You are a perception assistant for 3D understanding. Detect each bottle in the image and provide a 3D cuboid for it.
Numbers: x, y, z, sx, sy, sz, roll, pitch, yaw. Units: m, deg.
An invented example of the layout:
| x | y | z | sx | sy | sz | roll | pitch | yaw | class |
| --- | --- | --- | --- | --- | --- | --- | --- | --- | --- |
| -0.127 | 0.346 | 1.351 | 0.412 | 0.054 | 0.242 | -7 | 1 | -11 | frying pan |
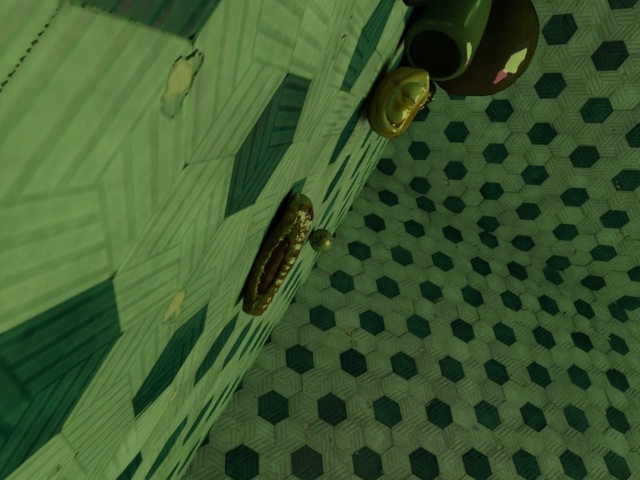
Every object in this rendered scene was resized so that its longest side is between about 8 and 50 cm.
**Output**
| x | y | z | sx | sy | sz | roll | pitch | yaw | class |
| --- | --- | --- | --- | --- | --- | --- | --- | --- | --- |
| 0.334 | -0.566 | 1.102 | 0.347 | 0.169 | 0.168 | -63 | 178 | -23 | bottle |

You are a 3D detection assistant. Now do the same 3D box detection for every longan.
| x | y | z | sx | sy | sz | roll | pitch | yaw | class |
| --- | --- | --- | --- | --- | --- | --- | --- | --- | --- |
| 0.473 | -0.603 | 1.365 | 0.361 | 0.361 | 0.361 | -60 | 177 | -6 | longan |

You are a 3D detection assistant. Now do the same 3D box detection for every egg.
| x | y | z | sx | sy | sz | roll | pitch | yaw | class |
| --- | --- | --- | --- | --- | --- | --- | --- | --- | --- |
| 0.000 | 0.000 | 1.625 | 0.085 | 0.085 | 0.110 | -59 | -171 | -13 | egg |

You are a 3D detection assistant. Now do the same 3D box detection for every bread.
| x | y | z | sx | sy | sz | roll | pitch | yaw | class |
| --- | --- | --- | --- | --- | --- | --- | --- | --- | --- |
| 0.195 | -0.350 | 1.170 | 0.172 | 0.121 | 0.311 | -55 | 177 | 11 | bread |

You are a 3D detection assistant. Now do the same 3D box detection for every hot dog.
| x | y | z | sx | sy | sz | roll | pitch | yaw | class |
| --- | --- | --- | --- | --- | --- | --- | --- | --- | --- |
| -0.084 | 0.037 | 0.865 | 0.083 | 0.068 | 0.289 | -68 | -176 | -58 | hot dog |

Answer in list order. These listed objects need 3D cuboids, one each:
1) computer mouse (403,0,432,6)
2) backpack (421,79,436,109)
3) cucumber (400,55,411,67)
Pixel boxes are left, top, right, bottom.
| x | y | z | sx | sy | sz | roll | pitch | yaw | class |
| --- | --- | --- | --- | --- | --- | --- | --- | --- | --- |
| 0.196 | -0.461 | 0.757 | 0.192 | 0.062 | 0.106 | -57 | 176 | -25 | computer mouse |
| 0.264 | -0.430 | 1.363 | 0.120 | 0.105 | 0.165 | -22 | 172 | -32 | backpack |
| 0.282 | -0.532 | 1.286 | 0.074 | 0.074 | 0.241 | -59 | -176 | -9 | cucumber |
